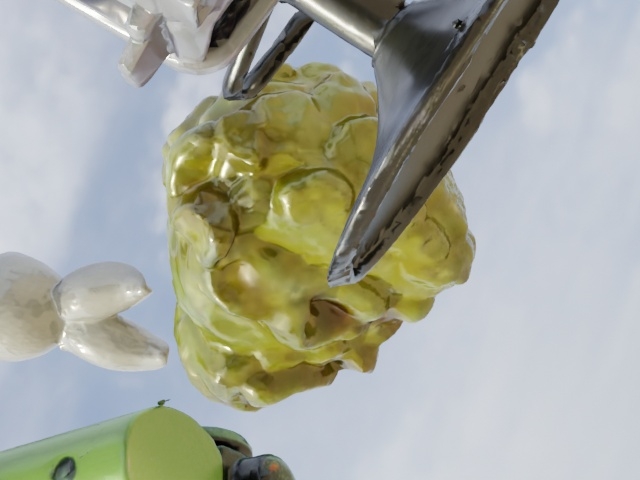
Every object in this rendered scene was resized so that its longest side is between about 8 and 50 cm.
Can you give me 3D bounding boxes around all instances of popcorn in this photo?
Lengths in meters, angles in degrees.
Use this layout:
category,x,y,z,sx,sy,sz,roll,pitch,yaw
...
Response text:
category,x,y,z,sx,sy,sz,roll,pitch,yaw
popcorn,0.000,0.000,1.095,0.286,0.225,0.174,90,175,-45

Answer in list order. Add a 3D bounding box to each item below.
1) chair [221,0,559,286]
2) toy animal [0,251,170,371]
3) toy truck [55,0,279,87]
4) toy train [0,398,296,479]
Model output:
category,x,y,z,sx,sy,sz,roll,pitch,yaw
chair,-0.091,-0.177,0.691,0.226,0.401,0.226,-55,-6,-9
toy animal,-0.241,0.059,1.342,0.131,0.220,0.104,-92,3,-76
toy truck,-0.147,-0.190,0.455,0.176,0.363,0.178,-59,-12,-9
toy train,-0.144,0.150,0.789,0.157,0.253,0.105,35,-136,-49
